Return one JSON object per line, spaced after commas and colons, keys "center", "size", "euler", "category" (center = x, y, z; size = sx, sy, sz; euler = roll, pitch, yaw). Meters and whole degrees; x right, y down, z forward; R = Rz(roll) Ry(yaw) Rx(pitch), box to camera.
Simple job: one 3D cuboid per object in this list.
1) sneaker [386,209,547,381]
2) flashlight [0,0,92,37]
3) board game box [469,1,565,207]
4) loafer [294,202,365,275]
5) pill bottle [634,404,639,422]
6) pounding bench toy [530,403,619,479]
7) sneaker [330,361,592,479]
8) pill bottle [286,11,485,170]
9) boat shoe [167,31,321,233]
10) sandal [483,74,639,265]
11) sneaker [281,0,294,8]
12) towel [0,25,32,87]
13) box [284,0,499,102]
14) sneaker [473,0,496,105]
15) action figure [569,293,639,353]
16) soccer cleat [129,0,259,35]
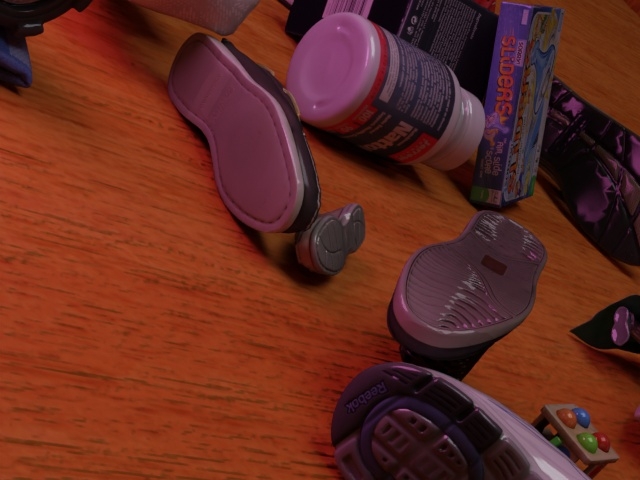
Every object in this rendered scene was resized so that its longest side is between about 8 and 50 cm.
{"center": [0.088, 0.064, 1.051], "size": [0.083, 0.118, 0.222], "euler": [34, 23, 12], "category": "sneaker"}
{"center": [-0.252, -0.274, 1.070], "size": [0.304, 0.103, 0.103], "euler": [57, -4, 32], "category": "flashlight"}
{"center": [0.201, -0.140, 1.573], "size": [0.035, 0.201, 0.136], "euler": [12, 12, 20], "category": "board game box"}
{"center": [0.000, 0.000, 1.147], "size": [0.125, 0.039, 0.045], "euler": [-34, 119, -69], "category": "loafer"}
{"center": [0.402, 0.195, 1.293], "size": [0.264, 0.153, 0.153], "euler": [44, 20, 9], "category": "pill bottle"}
{"center": [0.159, 0.150, 1.072], "size": [0.052, 0.065, 0.083], "euler": [52, 23, 26], "category": "pounding bench toy"}
{"center": [0.143, 0.172, 0.948], "size": [0.297, 0.111, 0.129], "euler": [44, 14, 5], "category": "sneaker"}
{"center": [0.066, -0.129, 1.420], "size": [0.180, 0.108, 0.108], "euler": [22, 28, -42], "category": "pill bottle"}
{"center": [-0.044, -0.079, 1.155], "size": [0.068, 0.081, 0.228], "euler": [19, 27, -37], "category": "boat shoe"}
{"center": [0.312, -0.095, 1.794], "size": [0.303, 0.120, 0.086], "euler": [52, 9, 29], "category": "sandal"}
{"center": [0.071, -0.280, 1.716], "size": [0.283, 0.124, 0.107], "euler": [17, 31, -48], "category": "sneaker"}
{"center": [-0.305, -0.228, 1.065], "size": [0.209, 0.034, 0.285], "euler": [27, 26, -39], "category": "towel"}
{"center": [0.078, -0.216, 1.562], "size": [0.156, 0.093, 0.158], "euler": [21, 3, 43], "category": "box"}
{"center": [0.205, -0.247, 1.881], "size": [0.221, 0.128, 0.087], "euler": [31, 23, -22], "category": "sneaker"}
{"center": [0.352, 0.107, 1.471], "size": [0.232, 0.137, 0.063], "euler": [31, 44, -48], "category": "action figure"}
{"center": [-0.145, -0.260, 1.287], "size": [0.143, 0.116, 0.331], "euler": [33, 15, -33], "category": "soccer cleat"}
